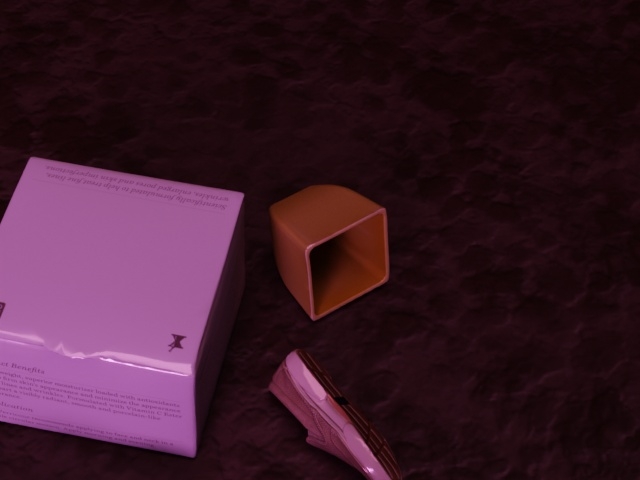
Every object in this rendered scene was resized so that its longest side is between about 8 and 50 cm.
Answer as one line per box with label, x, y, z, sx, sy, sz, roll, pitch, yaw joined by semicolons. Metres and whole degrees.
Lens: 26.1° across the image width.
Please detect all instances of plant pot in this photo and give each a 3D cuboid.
plant pot;0.000;0.000;1.151;0.081;0.081;0.083;-27;45;-24

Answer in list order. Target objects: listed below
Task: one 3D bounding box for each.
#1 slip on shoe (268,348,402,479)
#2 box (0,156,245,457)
slip on shoe;0.009;0.144;1.054;0.041;0.051;0.135;-46;68;11
box;-0.162;0.050;1.068;0.181;0.119;0.182;10;50;4
